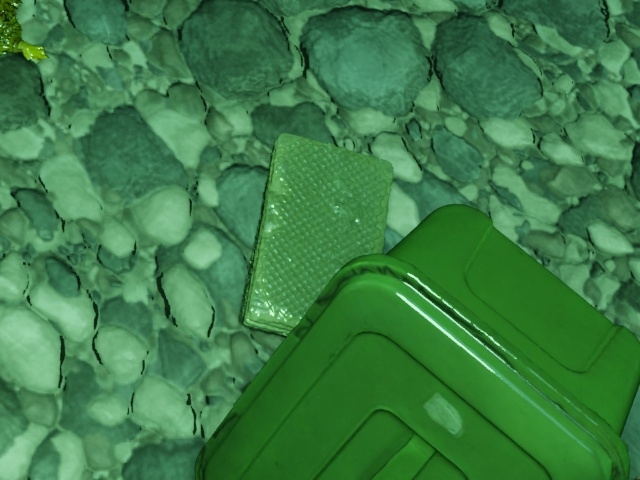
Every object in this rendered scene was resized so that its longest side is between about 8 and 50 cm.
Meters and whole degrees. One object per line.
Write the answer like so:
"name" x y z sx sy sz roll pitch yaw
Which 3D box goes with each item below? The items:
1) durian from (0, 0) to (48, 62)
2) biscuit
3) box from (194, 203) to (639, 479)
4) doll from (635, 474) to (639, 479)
"durian" -0.333 -0.228 1.274 0.208 0.102 0.146 40 53 0
"biscuit" 0.000 0.000 1.301 0.121 0.040 0.199 16 59 -13
"box" 0.085 0.144 1.093 0.253 0.329 0.178 41 42 4
"doll" 0.406 0.317 1.212 0.284 0.216 0.268 -20 96 -9
